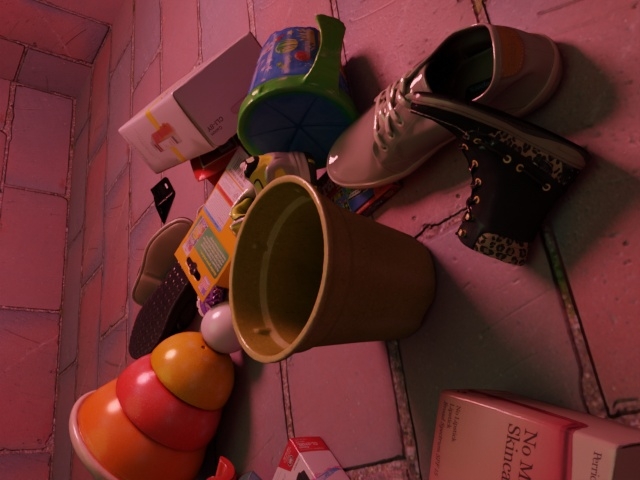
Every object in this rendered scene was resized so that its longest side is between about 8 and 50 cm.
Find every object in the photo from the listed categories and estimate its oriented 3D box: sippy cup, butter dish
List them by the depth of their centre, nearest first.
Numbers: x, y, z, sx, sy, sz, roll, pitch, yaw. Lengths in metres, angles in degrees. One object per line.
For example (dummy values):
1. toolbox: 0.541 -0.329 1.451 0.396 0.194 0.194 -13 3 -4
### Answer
1. sippy cup: -0.042 -0.295 1.189 0.305 0.240 0.224 -20 53 27
2. butter dish: -0.235 -0.188 1.523 0.160 0.118 0.160 -31 36 -1

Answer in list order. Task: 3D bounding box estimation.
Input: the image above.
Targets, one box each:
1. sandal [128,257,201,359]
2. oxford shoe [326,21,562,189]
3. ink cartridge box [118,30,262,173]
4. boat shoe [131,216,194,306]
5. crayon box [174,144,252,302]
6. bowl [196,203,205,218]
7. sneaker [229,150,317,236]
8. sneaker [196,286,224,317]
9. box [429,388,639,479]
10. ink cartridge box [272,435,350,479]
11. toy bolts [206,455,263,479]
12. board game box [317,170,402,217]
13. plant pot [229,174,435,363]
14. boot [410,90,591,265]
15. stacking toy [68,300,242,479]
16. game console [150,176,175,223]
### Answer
1. sandal: -0.395 0.176 1.680 0.445 0.107 0.167 -52 40 15
2. oxford shoe: 0.147 -0.205 0.937 0.449 0.130 0.169 -21 65 48
3. ink cartridge box: -0.304 -0.337 1.504 0.385 0.160 0.279 -5 38 54
4. boat shoe: -0.459 0.047 1.777 0.113 0.127 0.340 -90 26 -58
5. crayon box: -0.200 -0.032 1.392 0.323 0.083 0.203 -55 46 15
6. bowl: -0.260 -0.031 1.542 0.142 0.053 0.142 -14 70 36
7. sneaker: -0.121 -0.019 1.227 0.145 0.147 0.384 -109 29 -53
8. sneaker: -0.271 0.127 1.528 0.071 0.068 0.170 -22 63 45
9. box: 0.252 0.267 0.677 0.232 0.127 0.148 2 82 56
10. ink cartridge box: -0.009 0.454 1.052 0.175 0.072 0.127 41 114 52
11. toy bolts: -0.156 0.557 1.230 0.218 0.158 0.228 -58 -16 -66
12. board game box: 0.044 -0.087 1.162 0.281 0.027 0.145 -41 48 42
13. plant pot: 0.031 0.060 0.940 0.276 0.254 0.276 -22 63 51
14. boot: 0.205 -0.082 0.786 0.085 0.236 0.178 -52 -16 -67
15. stacking toy: -0.315 0.336 1.405 0.480 0.351 0.350 -51 40 7
16. game console: -0.526 -0.137 2.012 0.107 0.071 0.122 -41 42 1
